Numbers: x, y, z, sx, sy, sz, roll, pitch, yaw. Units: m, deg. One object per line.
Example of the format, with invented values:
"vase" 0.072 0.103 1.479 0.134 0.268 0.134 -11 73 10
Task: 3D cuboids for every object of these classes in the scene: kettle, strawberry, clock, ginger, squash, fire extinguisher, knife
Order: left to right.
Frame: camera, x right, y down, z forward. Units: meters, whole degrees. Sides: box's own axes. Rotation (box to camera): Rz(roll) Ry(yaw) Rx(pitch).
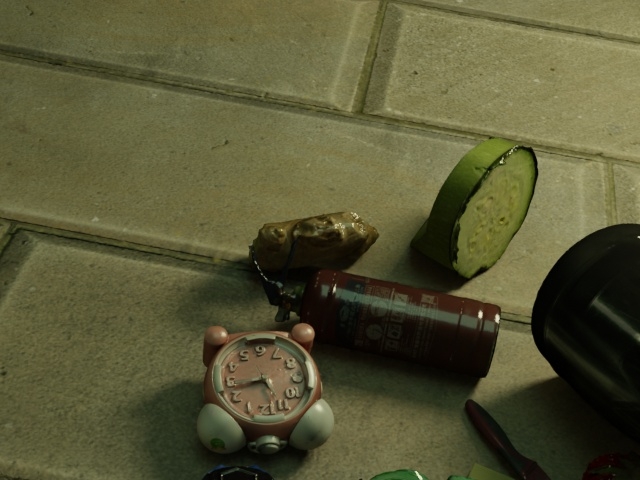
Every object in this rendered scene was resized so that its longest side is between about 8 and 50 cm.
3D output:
"clock" -0.072 0.192 1.368 0.166 0.092 0.162 0 49 -10
"ginger" 0.001 -0.001 1.580 0.213 0.137 0.074 -3 83 -20
"fire extinguisher" 0.066 0.082 1.482 0.344 0.138 0.102 13 0 5
"squash" 0.215 -0.064 1.613 0.133 0.220 0.220 34 46 23
"knife" 0.248 0.276 1.355 0.035 0.018 0.247 -2 35 -32
"strawberry" 0.371 0.307 1.297 0.145 0.086 0.145 4 30 -3
"kettle" 0.458 0.171 1.360 0.321 0.228 0.324 36 10 -33

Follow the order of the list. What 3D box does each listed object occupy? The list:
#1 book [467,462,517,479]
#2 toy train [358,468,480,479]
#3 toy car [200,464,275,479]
"book" 0.221 0.314 1.318 0.111 0.014 0.077 20 40 14
"toy train" 0.113 0.359 1.137 0.202 0.145 0.266 12 45 3
"toy car" -0.090 0.334 1.207 0.103 0.063 0.216 3 34 -7
